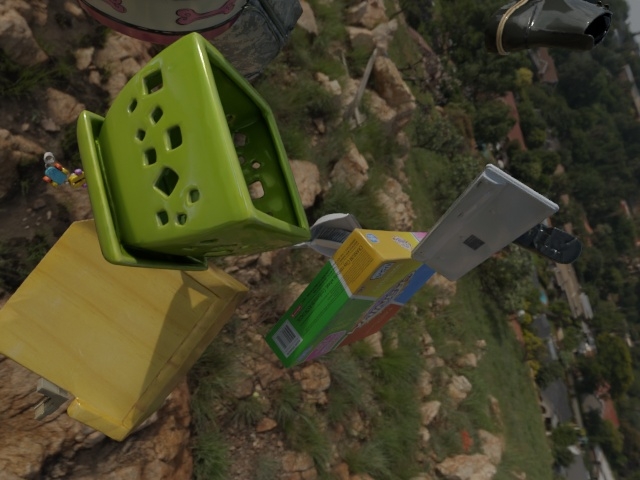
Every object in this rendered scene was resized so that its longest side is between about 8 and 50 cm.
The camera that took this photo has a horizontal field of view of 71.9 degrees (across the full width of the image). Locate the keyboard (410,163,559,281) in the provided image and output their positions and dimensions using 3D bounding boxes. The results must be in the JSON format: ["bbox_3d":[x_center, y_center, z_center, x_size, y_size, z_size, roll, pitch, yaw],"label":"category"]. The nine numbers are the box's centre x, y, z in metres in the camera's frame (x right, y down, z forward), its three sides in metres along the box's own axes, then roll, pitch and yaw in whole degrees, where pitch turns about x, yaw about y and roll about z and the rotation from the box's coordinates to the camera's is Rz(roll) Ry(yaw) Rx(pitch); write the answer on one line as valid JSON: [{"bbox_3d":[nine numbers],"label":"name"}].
[{"bbox_3d":[0.167,-0.005,0.504,0.072,0.256,0.014,29,71,6],"label":"keyboard"}]

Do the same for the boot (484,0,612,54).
[{"bbox_3d":[0.332,-0.305,0.580,0.198,0.137,0.077,-48,134,-14],"label":"boot"}]

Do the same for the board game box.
[{"bbox_3d":[0.083,0.089,0.772,0.064,0.242,0.317,49,25,23],"label":"board game box"}]

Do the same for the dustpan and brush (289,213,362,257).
[{"bbox_3d":[0.000,0.000,0.988,0.147,0.211,0.060,53,55,-42],"label":"dustpan and brush"}]

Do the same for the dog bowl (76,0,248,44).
[{"bbox_3d":[-0.304,-0.546,0.825,0.408,0.150,0.407,7,66,-16],"label":"dog bowl"}]

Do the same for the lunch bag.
[{"bbox_3d":[-0.209,-0.576,1.122,0.213,0.256,0.305,35,5,11],"label":"lunch bag"}]

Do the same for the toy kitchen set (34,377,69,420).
[{"bbox_3d":[-0.640,0.352,1.016,0.075,0.083,0.068,54,-3,-42],"label":"toy kitchen set"}]

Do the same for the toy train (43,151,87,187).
[{"bbox_3d":[-0.726,-0.214,1.279,0.166,0.046,0.125,-18,125,-57],"label":"toy train"}]

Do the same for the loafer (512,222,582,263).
[{"bbox_3d":[0.332,-0.014,0.721,0.170,0.062,0.061,39,4,21],"label":"loafer"}]

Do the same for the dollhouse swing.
[{"bbox_3d":[-0.386,0.154,0.912,0.305,0.315,0.346,36,84,1],"label":"dollhouse swing"}]

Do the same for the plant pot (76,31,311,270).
[{"bbox_3d":[-0.162,-0.079,0.574,0.228,0.207,0.227,19,51,-73],"label":"plant pot"}]
